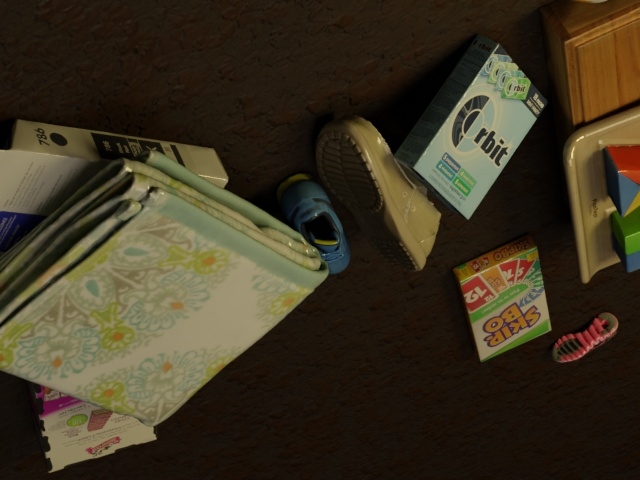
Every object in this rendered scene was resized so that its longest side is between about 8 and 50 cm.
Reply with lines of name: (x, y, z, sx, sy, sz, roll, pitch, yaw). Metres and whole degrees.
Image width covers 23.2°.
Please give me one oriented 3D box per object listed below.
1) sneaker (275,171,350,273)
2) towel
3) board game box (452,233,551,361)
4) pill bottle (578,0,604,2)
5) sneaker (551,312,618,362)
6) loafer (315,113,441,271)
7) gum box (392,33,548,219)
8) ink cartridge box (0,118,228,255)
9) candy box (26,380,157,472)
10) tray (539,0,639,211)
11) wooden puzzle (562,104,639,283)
sneaker: (0.000, 0.000, 2.012, 0.069, 0.082, 0.209, -28, 145, -2)
towel: (-0.207, 0.064, 1.852, 0.320, 0.090, 0.374, -39, 142, 17)
board game box: (0.276, 0.096, 2.340, 0.124, 0.039, 0.259, -24, 146, -3)
pill bottle: (0.282, -0.330, 1.754, 0.208, 0.117, 0.117, 2, 135, -33)
sneaker: (0.429, 0.164, 2.512, 0.119, 0.047, 0.057, -30, 155, 7)
loafer: (0.077, -0.072, 1.965, 0.092, 0.102, 0.268, -56, 141, -25)
gum box: (0.188, -0.139, 1.934, 0.184, 0.041, 0.157, -55, 141, -2)
ink cartridge box: (-0.285, -0.050, 1.789, 0.333, 0.065, 0.165, 6, 132, -39)
candy box: (-0.304, 0.197, 2.069, 0.159, 0.071, 0.233, -15, 141, -17)
tray: (0.411, -0.185, 2.048, 0.203, 0.076, 0.411, -25, 143, -4)
wooden puzzle: (0.499, -0.085, 2.095, 0.348, 0.080, 0.322, -25, 144, -3)
